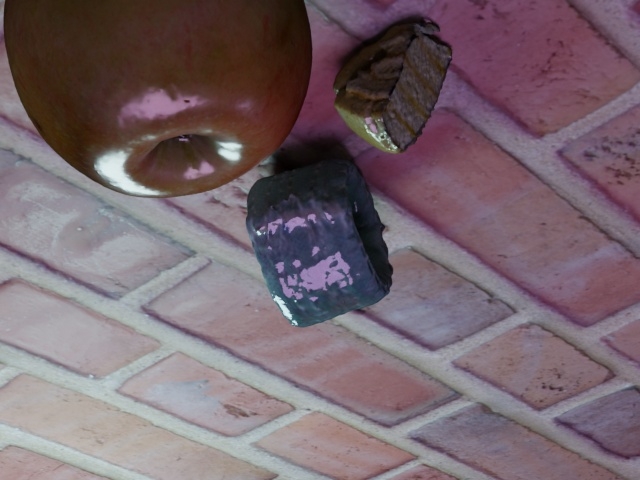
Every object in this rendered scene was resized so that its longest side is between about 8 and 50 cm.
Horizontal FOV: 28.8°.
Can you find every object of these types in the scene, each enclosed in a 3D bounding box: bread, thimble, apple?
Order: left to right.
[{"bbox_3d":[-0.166,-0.190,1.277,0.319,0.277,0.319,-4,146,-3],"label":"apple"},{"bbox_3d":[0.000,0.000,1.634,0.143,0.198,0.235,-17,149,15],"label":"thimble"},{"bbox_3d":[0.077,-0.185,1.478,0.110,0.156,0.103,9,152,43],"label":"bread"}]
